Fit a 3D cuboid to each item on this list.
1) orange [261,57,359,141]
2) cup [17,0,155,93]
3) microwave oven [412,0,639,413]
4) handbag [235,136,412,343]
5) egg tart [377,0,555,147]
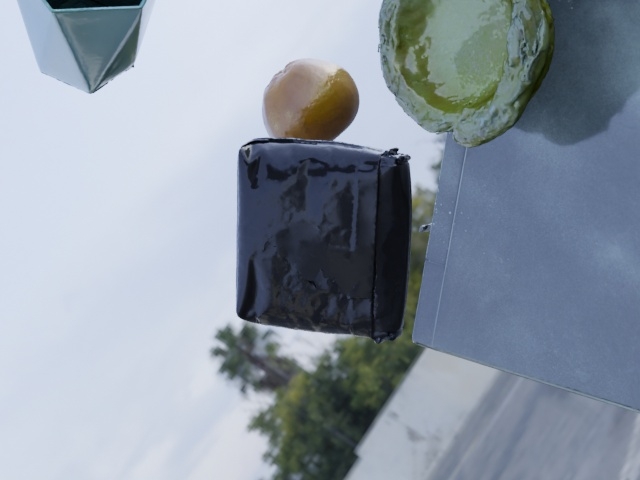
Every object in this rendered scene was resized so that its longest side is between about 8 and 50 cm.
[{"bbox_3d":[-0.020,-0.210,1.837,0.159,0.136,0.159,-42,7,7],"label":"orange"},{"bbox_3d":[-0.219,-0.233,1.111,0.148,0.134,0.235,-65,6,-15],"label":"cup"},{"bbox_3d":[0.315,-0.075,1.187,0.236,0.374,0.432,-8,-70,-56],"label":"microwave oven"},{"bbox_3d":[0.000,0.000,1.474,0.080,0.223,0.247,-26,-60,-66],"label":"handbag"},{"bbox_3d":[0.132,-0.182,1.037,0.078,0.197,0.197,-15,-37,-41],"label":"egg tart"}]
